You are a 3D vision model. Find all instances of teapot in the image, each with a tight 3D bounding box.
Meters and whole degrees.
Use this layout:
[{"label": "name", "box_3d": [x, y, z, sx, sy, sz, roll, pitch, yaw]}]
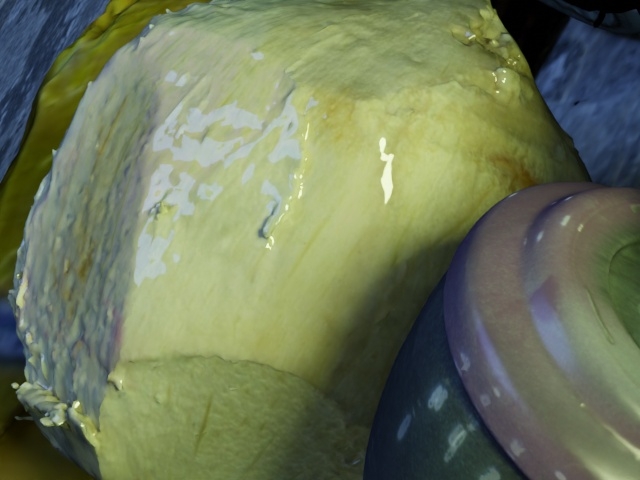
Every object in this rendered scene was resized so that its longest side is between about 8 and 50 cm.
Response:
[{"label": "teapot", "box_3d": [0.072, 0.076, 0.496, 0.116, 0.148, 0.146, -29, -20, -48]}]

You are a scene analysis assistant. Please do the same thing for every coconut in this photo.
[{"label": "coconut", "box_3d": [0.003, 0.001, 0.618, 0.194, 0.194, 0.194, -46, 25, 28]}]

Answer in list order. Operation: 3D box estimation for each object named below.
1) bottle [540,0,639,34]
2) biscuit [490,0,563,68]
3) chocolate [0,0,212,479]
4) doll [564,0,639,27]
[{"label": "bottle", "box_3d": [0.138, -0.202, 0.690, 0.245, 0.104, 0.104, -59, 22, -1]}, {"label": "biscuit", "box_3d": [0.119, -0.228, 0.806, 0.388, 0.073, 0.107, -61, 21, -5]}, {"label": "chocolate", "box_3d": [-0.085, 0.001, 0.823, 0.162, 0.162, 0.445, -37, 29, 42]}, {"label": "doll", "box_3d": [0.167, -0.111, 0.539, 0.248, 0.088, 0.127, -27, 30, 41]}]
